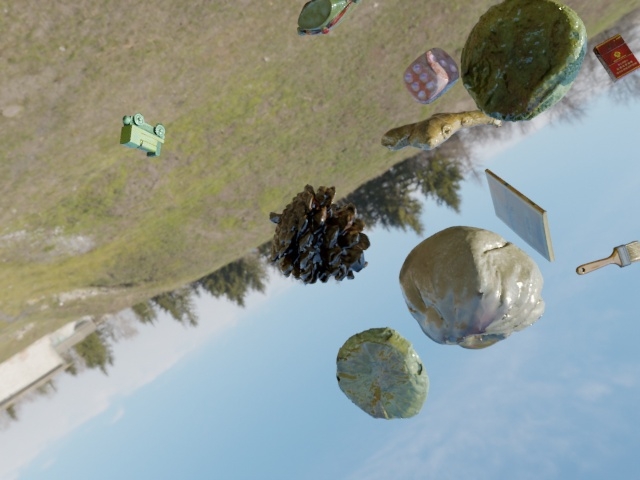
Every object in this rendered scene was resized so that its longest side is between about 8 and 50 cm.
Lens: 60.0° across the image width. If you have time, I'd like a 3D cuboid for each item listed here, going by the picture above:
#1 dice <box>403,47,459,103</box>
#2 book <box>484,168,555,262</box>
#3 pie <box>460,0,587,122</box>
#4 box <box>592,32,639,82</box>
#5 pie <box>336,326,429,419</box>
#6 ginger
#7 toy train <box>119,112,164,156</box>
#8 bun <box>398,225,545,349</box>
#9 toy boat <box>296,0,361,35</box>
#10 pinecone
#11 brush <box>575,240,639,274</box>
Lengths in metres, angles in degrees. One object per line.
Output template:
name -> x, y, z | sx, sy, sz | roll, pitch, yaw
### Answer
dice -> 0.253, -0.377, 1.269 | 0.091, 0.093, 0.094 | -35, 176, -34
book -> 0.504, -0.068, 1.413 | 0.018, 0.170, 0.242 | -29, -143, -2
pie -> 0.427, -0.399, 1.201 | 0.277, 0.277, 0.078 | -29, 168, 36
box -> 0.584, -0.359, 1.093 | 0.051, 0.082, 0.023 | -28, 169, 7
pie -> 0.174, 0.387, 1.587 | 0.306, 0.306, 0.071 | -29, -178, 33
ginger -> 0.335, -0.310, 1.532 | 0.333, 0.081, 0.148 | -19, -161, -7
toy train -> -0.411, -0.244, 1.286 | 0.050, 0.081, 0.122 | -6, 165, 29
bun -> 0.296, 0.106, 1.089 | 0.281, 0.281, 0.205 | -30, -138, 27
toy boat -> 0.006, -0.506, 1.241 | 0.185, 0.089, 0.071 | -16, -172, 37
pinecone -> -0.002, -0.012, 1.337 | 0.257, 0.244, 0.243 | 8, 159, -36
brush -> 0.565, 0.039, 1.082 | 0.169, 0.043, 0.014 | -15, 174, -19
